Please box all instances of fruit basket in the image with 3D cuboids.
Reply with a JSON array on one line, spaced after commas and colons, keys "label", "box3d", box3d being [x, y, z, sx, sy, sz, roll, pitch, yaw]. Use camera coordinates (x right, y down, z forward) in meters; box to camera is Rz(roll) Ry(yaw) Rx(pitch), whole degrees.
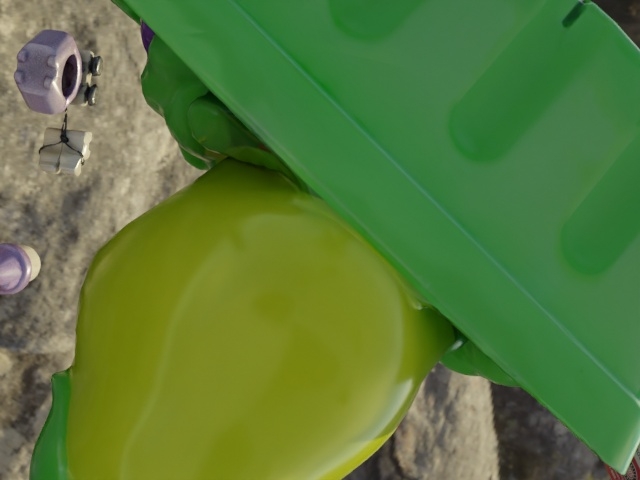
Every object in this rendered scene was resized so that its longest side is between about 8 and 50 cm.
[{"label": "fruit basket", "box3d": [0.000, 0.000, 0.518, 0.392, 0.283, 0.391, -1, 100, -8]}]

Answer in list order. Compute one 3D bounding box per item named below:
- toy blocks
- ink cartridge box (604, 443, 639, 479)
[{"label": "toy blocks", "box3d": [-0.405, -0.077, 0.872, 0.260, 0.309, 0.288, -50, 149, -84]}, {"label": "ink cartridge box", "box3d": [0.472, 0.257, 1.061, 0.131, 0.226, 0.306, -4, 140, -16]}]
